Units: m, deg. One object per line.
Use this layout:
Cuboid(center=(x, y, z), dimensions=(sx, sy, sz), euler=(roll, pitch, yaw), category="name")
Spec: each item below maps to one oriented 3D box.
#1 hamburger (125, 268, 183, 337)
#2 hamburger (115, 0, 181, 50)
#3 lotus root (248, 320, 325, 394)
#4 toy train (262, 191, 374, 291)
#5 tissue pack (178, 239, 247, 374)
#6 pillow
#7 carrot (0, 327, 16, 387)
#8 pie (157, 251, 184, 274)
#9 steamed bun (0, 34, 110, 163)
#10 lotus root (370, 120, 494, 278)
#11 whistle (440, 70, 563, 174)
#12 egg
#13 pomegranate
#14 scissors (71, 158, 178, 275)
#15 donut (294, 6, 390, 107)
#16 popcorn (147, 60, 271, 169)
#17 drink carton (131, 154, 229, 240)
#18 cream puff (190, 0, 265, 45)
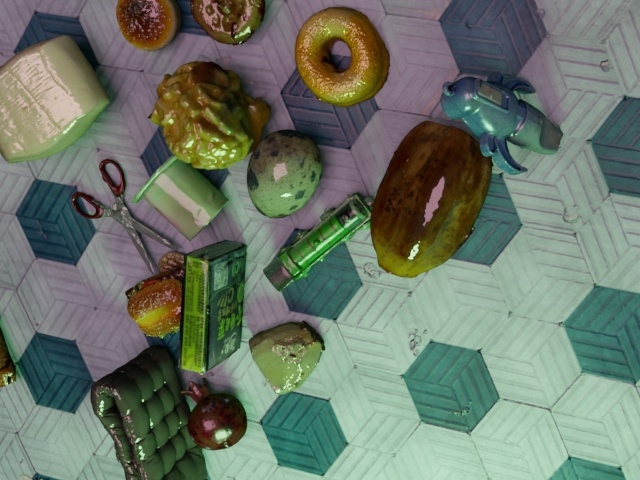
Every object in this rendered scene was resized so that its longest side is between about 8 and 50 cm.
Cuboid(center=(-0.319, 0.136, 1.840), dimensions=(0.166, 0.087, 0.137), euler=(-22, 114, 24), category="hamburger")
Cuboid(center=(-0.336, -0.439, 1.730), dimensions=(0.127, 0.081, 0.141), euler=(1, 104, 15), category="hamburger")
Cuboid(center=(-0.066, 0.230, 1.814), dimensions=(0.144, 0.070, 0.143), euler=(-38, 91, 19), category="lotus root")
Cuboid(center=(0.000, 0.000, 1.720), dimensions=(0.251, 0.119, 0.085), euler=(-40, 89, 21), category="toy train")
Cuboid(center=(-0.213, 0.127, 1.778), dimensions=(0.073, 0.173, 0.235), euler=(11, 106, 19), category="tissue pack")
Cuboid(center=(-0.349, 0.403, 1.846), dimensions=(0.101, 0.228, 0.326), euler=(-9, 101, 23), category="pillow")
Cuboid(center=(-0.740, 0.216, 1.999), dimensions=(0.069, 0.069, 0.228), euler=(-16, 96, 18), category="carrot")
Cuboid(center=(-0.304, 0.063, 1.867), dimensions=(0.085, 0.020, 0.084), euler=(3, 104, 14), category="pie")
Cuboid(center=(-0.551, -0.277, 1.788), dimensions=(0.250, 0.155, 0.200), euler=(-31, 96, 14), category="steamed bun")
Cuboid(center=(0.201, -0.066, 1.629), dimensions=(0.193, 0.193, 0.290), euler=(25, 100, 9), category="lotus root")
Cuboid(center=(0.316, -0.216, 1.548), dimensions=(0.093, 0.269, 0.180), euler=(-18, 55, 53), category="whistle")
Cuboid(center=(-0.072, -0.123, 1.699), dimensions=(0.141, 0.141, 0.181), euler=(28, 116, 8), category="egg")
Cuboid(center=(-0.222, 0.360, 1.861), dimensions=(0.129, 0.129, 0.159), euler=(-21, 87, 19), category="pomegranate")
Cuboid(center=(-0.405, -0.042, 1.864), dimensions=(0.247, 0.017, 0.144), euler=(47, 110, 5), category="scissors")
Cuboid(center=(0.034, -0.341, 1.655), dimensions=(0.174, 0.074, 0.190), euler=(-10, 99, 17), category="donut")
Cuboid(center=(-0.210, -0.232, 1.685), dimensions=(0.169, 0.189, 0.218), euler=(-32, 73, 39), category="popcorn")
Cuboid(center=(-0.269, -0.085, 1.766), dimensions=(0.142, 0.144, 0.146), euler=(45, 110, -4), category="drink carton")
Cuboid(center=(-0.169, -0.443, 1.684), dimensions=(0.149, 0.084, 0.148), euler=(5, 108, 16), category="cream puff")
